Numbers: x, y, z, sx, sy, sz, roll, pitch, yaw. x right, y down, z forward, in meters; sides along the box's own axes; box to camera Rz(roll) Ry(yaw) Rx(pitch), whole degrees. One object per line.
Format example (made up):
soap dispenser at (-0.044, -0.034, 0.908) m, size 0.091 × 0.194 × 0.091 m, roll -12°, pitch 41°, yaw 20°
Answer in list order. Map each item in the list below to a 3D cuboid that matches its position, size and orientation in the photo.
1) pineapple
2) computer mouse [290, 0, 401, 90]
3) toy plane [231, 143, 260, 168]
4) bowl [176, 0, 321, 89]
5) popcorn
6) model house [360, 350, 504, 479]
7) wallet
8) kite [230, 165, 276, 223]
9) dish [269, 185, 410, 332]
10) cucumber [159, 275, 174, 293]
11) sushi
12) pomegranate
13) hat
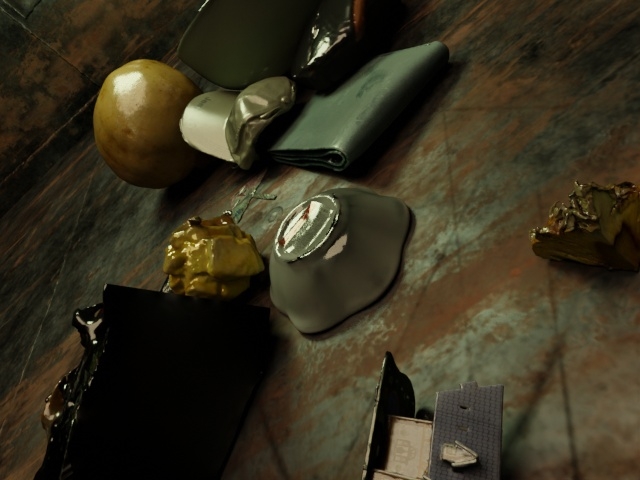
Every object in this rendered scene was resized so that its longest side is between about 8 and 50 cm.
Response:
pineapple at (0.223, -0.013, 0.376) m, size 0.114 × 0.114 × 0.077 m, roll -27°, pitch 59°, yaw 32°
computer mouse at (0.043, -0.417, 0.892) m, size 0.182 × 0.116 × 0.323 m, roll -15°, pitch 37°, yaw 47°
toy plane at (-0.149, -0.177, 0.963) m, size 0.083 × 0.033 × 0.080 m, roll 21°, pitch 72°, yaw 45°
bowl at (-0.123, -0.456, 1.025) m, size 0.353 × 0.185 × 0.354 m, roll -40°, pitch 15°, yaw 13°
popcorn at (-0.163, 0.029, 0.699) m, size 0.148 × 0.152 × 0.167 m, roll -14°, pitch 22°, yaw -25°
model house at (0.087, 0.177, 0.337) m, size 0.088 × 0.117 × 0.167 m, roll 0°, pitch 54°, yaw 26°
wallet at (0.048, -0.228, 0.792) m, size 0.251 × 0.054 × 0.290 m, roll -49°, pitch 29°, yaw -11°
kite at (-0.128, -0.089, 0.881) m, size 0.152 × 0.005 × 0.137 m, roll -2°, pitch 56°, yaw 44°
dish at (0.000, 0.000, 0.601) m, size 0.229 × 0.081 × 0.230 m, roll -28°, pitch 40°, yaw 26°
cucumber at (-0.238, 0.074, 0.805) m, size 0.058 × 0.052 × 0.215 m, roll 19°, pitch 69°, yaw 15°
sushi at (-0.213, 0.181, 0.573) m, size 0.212 × 0.215 × 0.227 m, roll -7°, pitch 73°, yaw 48°
pomegranate at (-0.391, -0.273, 1.086) m, size 0.307 × 0.307 × 0.308 m, roll -27°, pitch 40°, yaw 26°
hat at (-0.166, -0.267, 0.920) m, size 0.244 × 0.149 × 0.214 m, roll 23°, pitch 59°, yaw 6°
